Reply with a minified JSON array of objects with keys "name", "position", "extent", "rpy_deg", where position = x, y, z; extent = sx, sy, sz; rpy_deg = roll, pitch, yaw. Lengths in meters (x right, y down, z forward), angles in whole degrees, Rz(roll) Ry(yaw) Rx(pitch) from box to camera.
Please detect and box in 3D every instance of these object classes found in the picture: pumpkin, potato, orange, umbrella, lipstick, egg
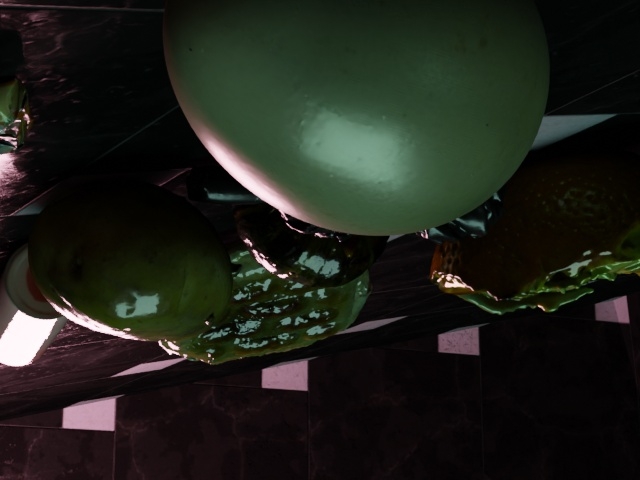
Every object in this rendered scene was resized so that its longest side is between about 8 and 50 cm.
[{"name":"pumpkin","position":[0.000,0.000,1.611],"extent":[0.183,0.107,0.119],"rpy_deg":[-7,174,-24]},{"name":"potato","position":[-0.169,0.021,1.343],"extent":[0.197,0.148,0.228],"rpy_deg":[25,-179,32]},{"name":"orange","position":[0.296,-0.002,1.735],"extent":[0.335,0.196,0.262],"rpy_deg":[-22,153,22]},{"name":"umbrella","position":[0.030,-0.051,1.410],"extent":[0.340,0.118,0.118],"rpy_deg":[3,164,-29]},{"name":"lipstick","position":[-0.327,0.076,1.630],"extent":[0.087,0.087,0.327],"rpy_deg":[-10,170,-19]},{"name":"egg","position":[0.020,-0.099,0.798],"extent":[0.189,0.188,0.254],"rpy_deg":[-20,162,35]}]

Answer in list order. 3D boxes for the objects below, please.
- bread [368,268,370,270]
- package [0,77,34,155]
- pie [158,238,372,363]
[{"name":"bread","position":[-0.032,0.035,1.894],"extent":[0.214,0.053,0.073],"rpy_deg":[-5,149,-29]},{"name":"package","position":[-0.256,-0.078,1.005],"extent":[0.121,0.031,0.108],"rpy_deg":[-10,170,-16]},{"name":"pie","position":[-0.072,0.076,1.813],"extent":[0.306,0.071,0.306],"rpy_deg":[-15,148,-10]}]
